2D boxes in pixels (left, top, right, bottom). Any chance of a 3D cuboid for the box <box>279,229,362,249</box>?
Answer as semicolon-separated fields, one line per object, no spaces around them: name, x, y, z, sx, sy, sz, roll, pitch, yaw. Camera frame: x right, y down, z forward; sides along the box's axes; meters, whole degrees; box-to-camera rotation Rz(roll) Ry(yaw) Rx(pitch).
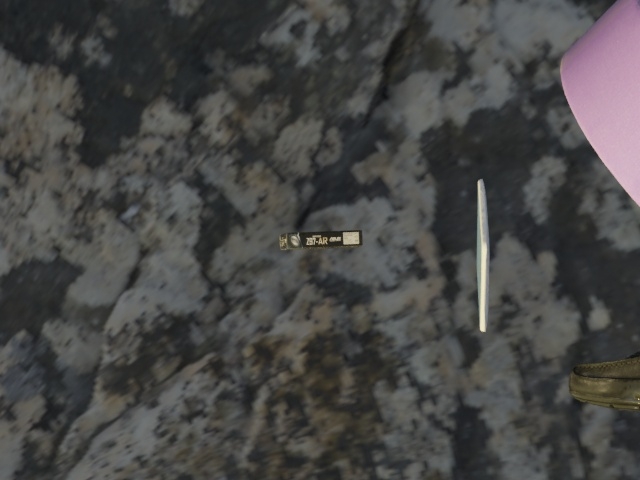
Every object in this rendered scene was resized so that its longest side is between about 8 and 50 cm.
box;0.000;0.000;1.791;0.083;0.067;0.018;-2;89;-7

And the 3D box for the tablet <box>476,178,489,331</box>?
tablet;0.096;0.009;0.977;0.006;0.083;0.054;-1;51;3

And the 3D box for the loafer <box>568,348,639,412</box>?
loafer;0.294;0.096;1.294;0.076;0.223;0.078;7;79;-46

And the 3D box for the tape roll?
tape roll;0.318;-0.080;1.284;0.275;0.090;0.275;31;31;-21
